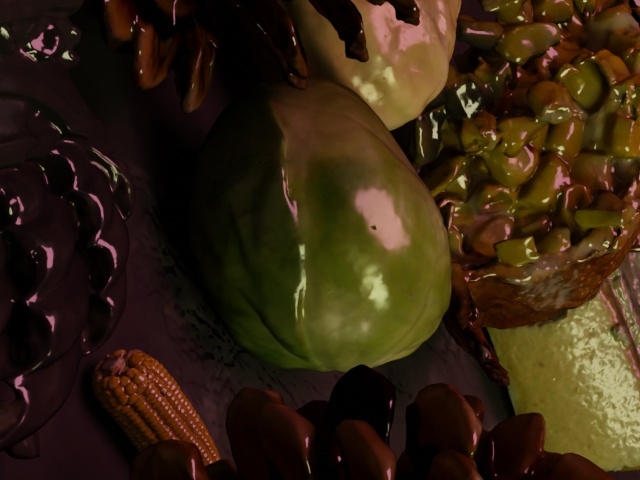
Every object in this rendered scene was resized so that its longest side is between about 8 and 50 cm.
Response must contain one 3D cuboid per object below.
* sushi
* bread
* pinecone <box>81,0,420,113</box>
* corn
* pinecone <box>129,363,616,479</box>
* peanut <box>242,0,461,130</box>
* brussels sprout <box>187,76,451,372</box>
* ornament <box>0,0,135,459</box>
[{"bbox_3d":[0.142,-0.052,1.272,0.167,0.296,0.179,36,-17,16],"label":"sushi"},{"bbox_3d":[0.196,0.063,1.422,0.257,0.124,0.186,62,26,-17],"label":"bread"},{"bbox_3d":[-0.011,-0.201,0.979,0.246,0.292,0.246,-13,90,-85],"label":"pinecone"},{"bbox_3d":[-0.076,0.090,0.928,0.092,0.037,0.037,61,26,-27],"label":"corn"},{"bbox_3d":[-0.005,0.174,0.788,0.264,0.264,0.264,45,35,-45],"label":"pinecone"},{"bbox_3d":[0.012,-0.196,1.210,0.147,0.148,0.318,40,34,-50],"label":"peanut"},{"bbox_3d":[0.001,0.003,1.050,0.183,0.131,0.145,61,5,-26],"label":"brussels sprout"},{"bbox_3d":[-0.150,0.003,0.772,0.251,0.106,0.260,-20,97,-64],"label":"ornament"}]
